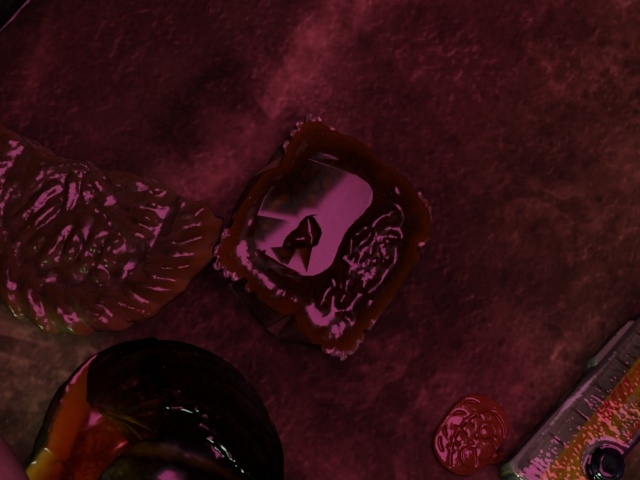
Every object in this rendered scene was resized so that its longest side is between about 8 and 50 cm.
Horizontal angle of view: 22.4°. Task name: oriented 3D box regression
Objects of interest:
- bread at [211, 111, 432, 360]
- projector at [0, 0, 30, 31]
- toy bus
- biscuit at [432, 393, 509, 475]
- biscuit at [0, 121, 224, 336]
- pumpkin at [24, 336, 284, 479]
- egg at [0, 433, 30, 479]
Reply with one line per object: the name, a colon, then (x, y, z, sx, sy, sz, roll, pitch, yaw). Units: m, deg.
bread: (0.001, -0.002, 1.673, 0.192, 0.110, 0.210, 37, 75, -4)
projector: (-0.407, -0.411, 1.576, 0.395, 0.242, 0.405, 41, 76, -5)
toy bus: (0.308, 0.183, 1.729, 0.106, 0.092, 0.268, 43, 75, 7)
biscuit: (0.164, 0.210, 1.725, 0.078, 0.015, 0.091, 37, 75, -5)
biscuit: (-0.246, 0.002, 1.612, 0.274, 0.036, 0.187, 19, 79, 10)
pumpkin: (-0.166, 0.242, 1.501, 0.192, 0.320, 0.320, 26, 76, -29)
egg: (-0.398, 0.231, 1.348, 0.345, 0.283, 0.283, 16, 78, -12)
